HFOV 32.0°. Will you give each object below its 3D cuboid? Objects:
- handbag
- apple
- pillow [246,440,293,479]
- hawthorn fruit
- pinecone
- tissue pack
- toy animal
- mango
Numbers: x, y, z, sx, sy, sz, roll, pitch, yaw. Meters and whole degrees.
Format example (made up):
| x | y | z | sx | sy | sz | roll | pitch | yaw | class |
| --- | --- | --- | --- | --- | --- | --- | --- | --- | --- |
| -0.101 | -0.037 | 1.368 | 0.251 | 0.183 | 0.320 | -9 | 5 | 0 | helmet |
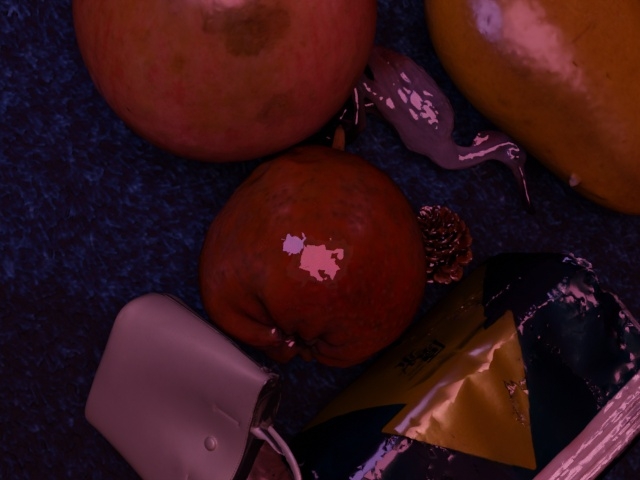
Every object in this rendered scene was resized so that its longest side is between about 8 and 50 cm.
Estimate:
| x | y | z | sx | sy | sz | roll | pitch | yaw | class |
| --- | --- | --- | --- | --- | --- | --- | --- | --- | --- |
| -0.143 | 0.215 | 1.289 | 0.109 | 0.315 | 0.241 | 1 | 118 | -44 | handbag |
| -0.115 | -0.277 | 1.312 | 0.363 | 0.364 | 0.364 | 1 | 84 | -6 | apple |
| -0.137 | 0.363 | 1.409 | 0.248 | 0.049 | 0.135 | -34 | 90 | -12 | pillow |
| 0.000 | 0.000 | 1.359 | 0.276 | 0.277 | 0.298 | 11 | 74 | -5 | hawthorn fruit |
| 0.145 | 0.004 | 1.442 | 0.102 | 0.109 | 0.102 | -11 | 62 | 21 | pinecone |
| 0.186 | 0.224 | 1.339 | 0.416 | 0.264 | 0.253 | -41 | 100 | -8 | tissue pack |
| 0.135 | -0.152 | 1.466 | 0.324 | 0.090 | 0.195 | 7 | 98 | -2 | toy animal |
| 0.309 | -0.229 | 1.414 | 0.301 | 0.220 | 0.445 | -27 | 82 | -36 | mango |
